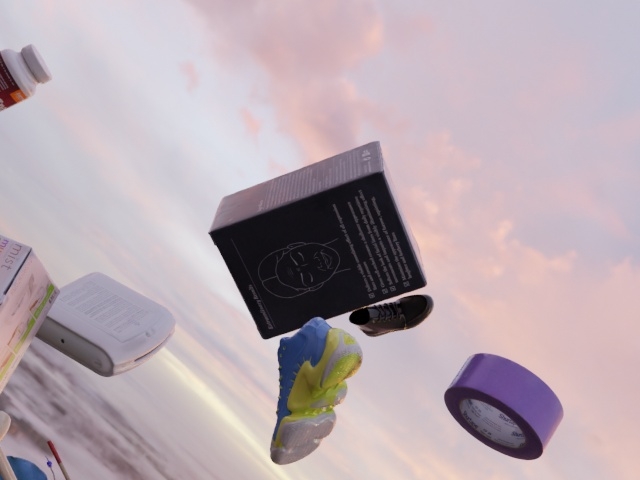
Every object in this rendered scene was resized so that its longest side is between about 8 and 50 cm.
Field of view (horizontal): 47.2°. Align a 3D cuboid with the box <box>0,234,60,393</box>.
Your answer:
[{"bbox_3d":[-0.655,0.149,1.449,0.127,0.261,0.231,20,-25,6],"label":"box"}]

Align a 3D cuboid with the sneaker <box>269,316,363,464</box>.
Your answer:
[{"bbox_3d":[-0.025,0.221,1.114,0.091,0.240,0.126,14,24,-42],"label":"sneaker"}]

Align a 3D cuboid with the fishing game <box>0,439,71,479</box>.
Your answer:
[{"bbox_3d":[-0.543,0.472,1.295,0.189,0.264,0.041,60,7,7],"label":"fishing game"}]

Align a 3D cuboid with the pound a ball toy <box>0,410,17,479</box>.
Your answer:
[{"bbox_3d":[-0.569,0.427,1.136,0.208,0.136,0.319,0,-71,18],"label":"pound a ball toy"}]

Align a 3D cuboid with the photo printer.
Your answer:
[{"bbox_3d":[-0.544,0.214,1.866,0.308,0.256,0.107,24,-59,19],"label":"photo printer"}]

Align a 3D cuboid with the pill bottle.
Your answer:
[{"bbox_3d":[-0.522,-0.258,1.193,0.086,0.152,0.086,61,-5,10],"label":"pill bottle"}]

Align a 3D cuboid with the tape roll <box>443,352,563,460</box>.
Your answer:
[{"bbox_3d":[0.315,0.288,1.269,0.189,0.080,0.189,30,-29,19],"label":"tape roll"}]

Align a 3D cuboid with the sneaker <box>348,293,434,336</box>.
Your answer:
[{"bbox_3d":[0.193,0.199,1.984,0.118,0.222,0.083,33,35,-56],"label":"sneaker"}]

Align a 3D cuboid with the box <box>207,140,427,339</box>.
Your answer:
[{"bbox_3d":[0.000,0.000,1.645,0.212,0.396,0.293,-89,158,-65],"label":"box"}]
